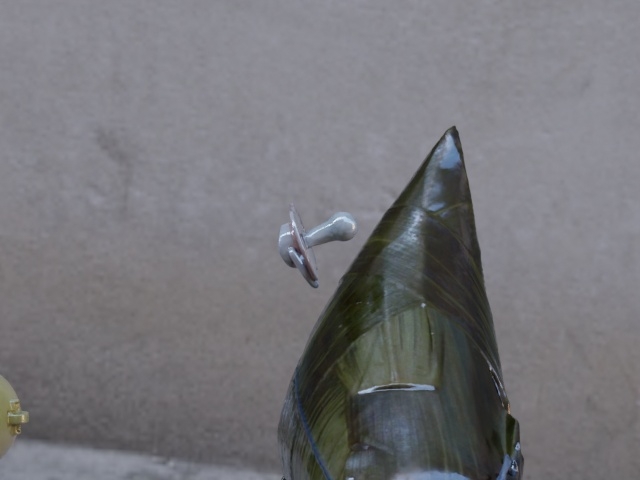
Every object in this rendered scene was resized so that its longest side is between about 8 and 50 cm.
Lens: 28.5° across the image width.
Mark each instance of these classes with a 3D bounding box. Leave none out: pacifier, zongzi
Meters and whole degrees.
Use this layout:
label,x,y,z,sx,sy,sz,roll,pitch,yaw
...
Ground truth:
label,x,y,z,sx,sy,sz,roll,pitch,yaw
pacifier,0.000,0.000,1.195,0.078,0.081,0.099,-23,12,3
zongzi,0.098,0.092,1.145,0.208,0.432,0.403,16,0,-6

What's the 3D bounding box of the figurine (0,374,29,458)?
label,x,y,z,sx,sy,sz,roll,pitch,yaw
figurine,-0.448,0.205,1.357,0.222,0.124,0.324,-5,0,12
